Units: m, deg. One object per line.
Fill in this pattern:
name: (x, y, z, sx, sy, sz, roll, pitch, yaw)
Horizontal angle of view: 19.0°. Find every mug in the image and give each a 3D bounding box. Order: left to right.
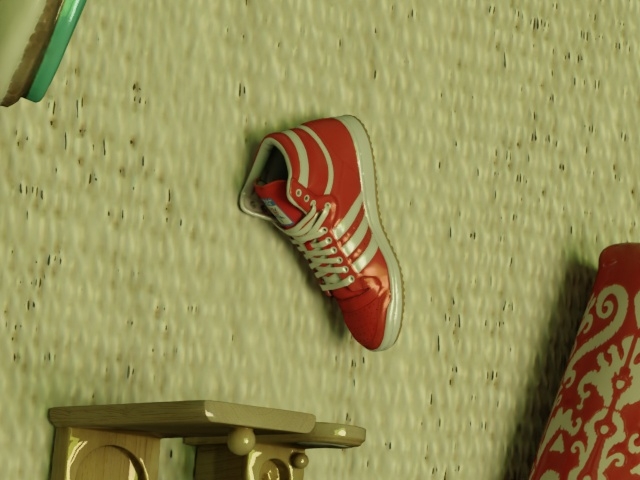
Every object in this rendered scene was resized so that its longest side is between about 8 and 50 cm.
mug: (0.187, 0.109, 1.032, 0.150, 0.113, 0.169, 34, 71, -30)

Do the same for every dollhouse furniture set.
dollhouse furniture set: (-0.032, 0.154, 0.842, 0.144, 0.123, 0.151, 12, 77, -37)

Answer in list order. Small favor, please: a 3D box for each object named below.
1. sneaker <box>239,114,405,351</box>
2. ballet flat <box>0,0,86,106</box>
sneaker: (0.000, 0.000, 0.932, 0.067, 0.042, 0.118, -10, 87, -42)
ballet flat: (-0.112, -0.244, 0.819, 0.139, 0.139, 0.400, 33, 65, -32)
